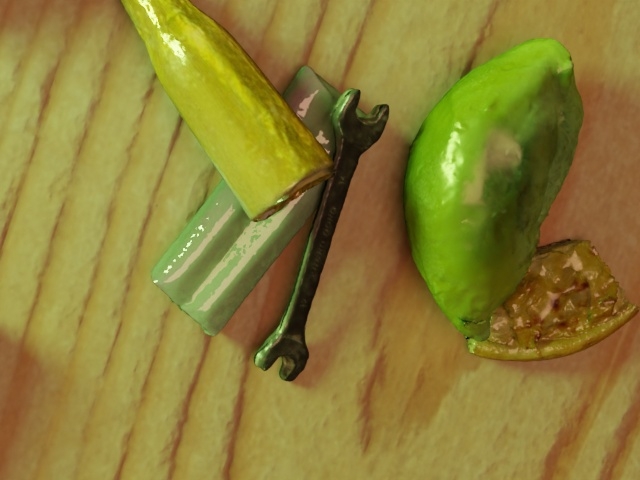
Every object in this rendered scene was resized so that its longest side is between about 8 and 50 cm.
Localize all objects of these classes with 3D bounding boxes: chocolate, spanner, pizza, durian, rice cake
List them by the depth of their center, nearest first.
[{"bbox_3d":[-0.080,-0.121,1.019,0.085,0.085,0.219,-35,88,-9],"label":"chocolate"},{"bbox_3d":[-0.048,-0.031,1.079,0.080,0.042,0.222,39,86,-23],"label":"rice cake"},{"bbox_3d":[0.000,0.000,1.083,0.054,0.015,0.255,5,109,-41],"label":"spanner"},{"bbox_3d":[0.140,-0.047,1.102,0.139,0.101,0.250,22,88,-20],"label":"durian"},{"bbox_3d":[0.201,0.055,1.170,0.160,0.036,0.099,-12,101,-15],"label":"pizza"}]
